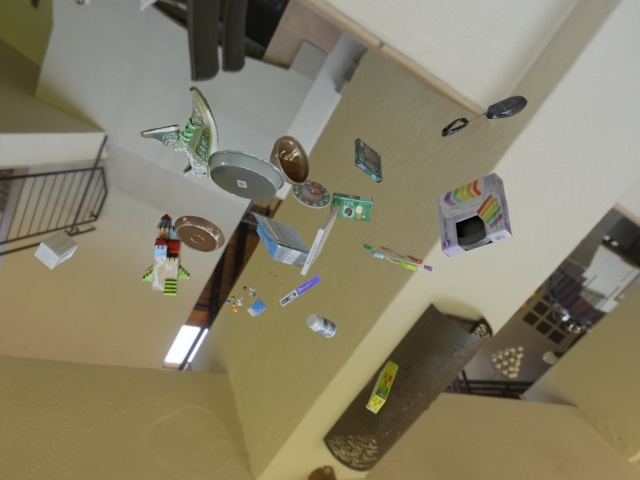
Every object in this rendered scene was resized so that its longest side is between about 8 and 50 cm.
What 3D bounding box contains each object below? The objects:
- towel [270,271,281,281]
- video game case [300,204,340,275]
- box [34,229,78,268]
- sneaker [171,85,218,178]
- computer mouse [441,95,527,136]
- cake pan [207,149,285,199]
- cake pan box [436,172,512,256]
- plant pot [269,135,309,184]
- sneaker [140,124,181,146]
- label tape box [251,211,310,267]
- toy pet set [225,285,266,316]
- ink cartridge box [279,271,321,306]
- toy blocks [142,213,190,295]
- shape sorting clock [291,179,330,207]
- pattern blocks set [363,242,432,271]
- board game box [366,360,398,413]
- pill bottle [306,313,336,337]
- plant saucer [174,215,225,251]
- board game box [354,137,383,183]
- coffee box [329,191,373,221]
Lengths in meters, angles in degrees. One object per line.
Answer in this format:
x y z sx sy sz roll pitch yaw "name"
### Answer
-0.280 0.229 2.744 0.060 0.009 0.083 32 166 34 "towel"
0.000 0.000 1.917 0.025 0.285 0.204 28 -139 5 "video game case"
-1.024 0.036 1.688 0.087 0.102 0.101 45 -146 -10 "box"
-0.514 -0.413 1.773 0.182 0.410 0.158 -12 -141 -17 "sneaker"
0.465 -0.344 1.242 0.041 0.242 0.071 58 -159 -34 "computer mouse"
-0.281 -0.233 1.621 0.293 0.293 0.054 22 -113 -23 "cake pan"
0.557 -0.087 1.601 0.070 0.246 0.266 29 -128 -35 "cake pan box"
-0.166 -0.371 2.086 0.237 0.110 0.237 23 -120 -49 "plant pot"
-0.708 -0.459 1.944 0.192 0.086 0.064 -5 -154 15 "sneaker"
-0.233 0.000 2.339 0.334 0.106 0.240 20 -153 -47 "label tape box"
-0.256 0.219 1.577 0.114 0.065 0.122 49 -147 -2 "toy pet set"
-0.095 0.259 2.347 0.206 0.208 0.045 -29 -98 -49 "ink cartridge box"
-0.652 0.041 1.869 0.191 0.260 0.381 4 -165 -16 "toy blocks"
-0.045 -0.239 2.197 0.206 0.040 0.206 16 -140 -13 "shape sorting clock"
0.350 0.081 1.956 0.325 0.026 0.285 18 -170 -11 "pattern blocks set"
0.237 0.553 1.654 0.043 0.092 0.181 29 -143 9 "board game box"
0.004 0.394 2.026 0.137 0.078 0.078 34 -163 -37 "pill bottle"
-0.392 -0.013 1.399 0.169 0.168 0.029 25 -130 -16 "plant saucer"
0.186 -0.314 1.698 0.126 0.026 0.186 33 -145 -21 "board game box"
0.139 -0.152 1.974 0.184 0.113 0.040 7 -143 3 "coffee box"
